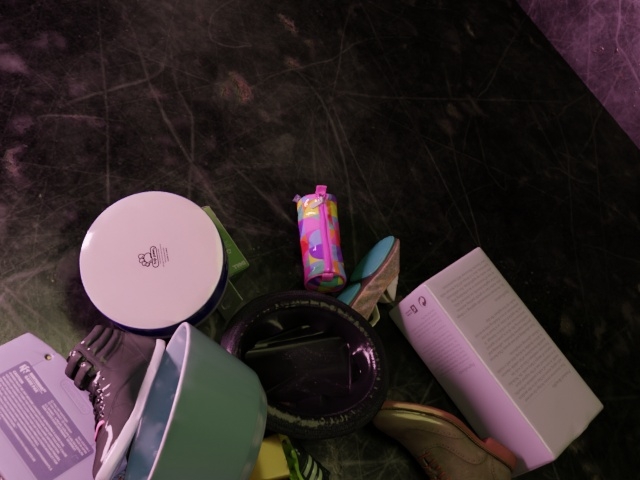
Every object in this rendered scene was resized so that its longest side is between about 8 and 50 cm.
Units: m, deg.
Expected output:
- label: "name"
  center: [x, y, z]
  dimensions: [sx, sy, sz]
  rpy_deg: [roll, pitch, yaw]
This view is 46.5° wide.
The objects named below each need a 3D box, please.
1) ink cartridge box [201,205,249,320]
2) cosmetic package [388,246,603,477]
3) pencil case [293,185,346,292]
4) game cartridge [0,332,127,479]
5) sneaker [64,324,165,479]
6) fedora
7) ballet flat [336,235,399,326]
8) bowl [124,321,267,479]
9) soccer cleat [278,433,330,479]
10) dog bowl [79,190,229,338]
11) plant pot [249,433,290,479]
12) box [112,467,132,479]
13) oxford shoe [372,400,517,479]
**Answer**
- label: "ink cartridge box"
  center: [-0.211, 0.047, 1.516]
  dimensions: [0.062, 0.109, 0.209]
  rpy_deg: [-27, 76, -38]
- label: "cosmetic package"
  center: [0.392, 0.267, 1.680]
  dimensions: [0.230, 0.161, 0.453]
  rpy_deg: [-27, 76, -39]
- label: "pencil case"
  center: [0.000, 0.000, 1.675]
  dimensions: [0.104, 0.104, 0.236]
  rpy_deg: [8, 58, -25]
- label: "game cartridge"
  center: [-0.463, 0.299, 1.226]
  dimensions: [0.196, 0.060, 0.294]
  rpy_deg: [-31, 72, -38]
- label: "sneaker"
  center: [-0.360, 0.257, 1.214]
  dimensions: [0.147, 0.104, 0.295]
  rpy_deg: [22, 37, -12]
- label: "fedora"
  center: [-0.042, 0.255, 1.445]
  dimensions: [0.334, 0.152, 0.334]
  rpy_deg: [11, 56, -16]
- label: "ballet flat"
  center: [0.108, 0.121, 1.671]
  dimensions: [0.106, 0.108, 0.316]
  rpy_deg: [53, 53, -16]
- label: "bowl"
  center: [-0.192, 0.301, 1.198]
  dimensions: [0.163, 0.311, 0.311]
  rpy_deg: [19, 53, -16]
- label: "soccer cleat"
  center: [-0.026, 0.434, 1.409]
  dimensions: [0.072, 0.060, 0.178]
  rpy_deg: [-21, 78, -47]
- label: "dog bowl"
  center: [-0.307, 0.046, 1.394]
  dimensions: [0.265, 0.104, 0.264]
  rpy_deg: [1, 74, -3]
- label: "plant pot"
  center: [-0.113, 0.410, 1.359]
  dimensions: [0.083, 0.081, 0.081]
  rpy_deg: [-10, 66, -21]
- label: "box"
  center: [-0.344, 0.428, 1.245]
  dimensions: [0.137, 0.027, 0.094]
  rpy_deg: [13, 52, -22]
- label: "oxford shoe"
  center: [0.249, 0.436, 1.518]
  dimensions: [0.348, 0.123, 0.130]
  rpy_deg: [27, 56, -10]
